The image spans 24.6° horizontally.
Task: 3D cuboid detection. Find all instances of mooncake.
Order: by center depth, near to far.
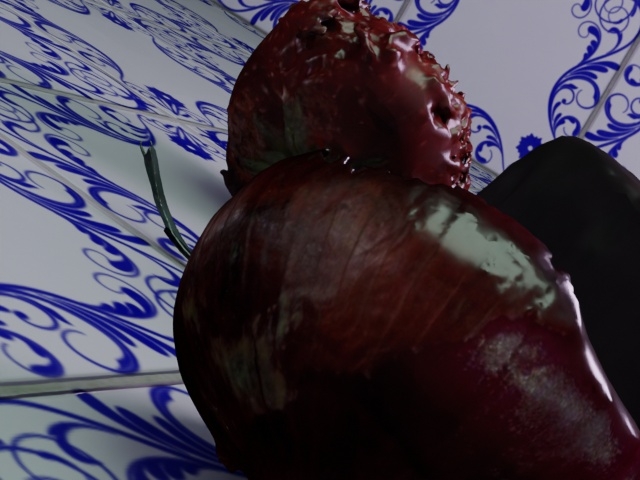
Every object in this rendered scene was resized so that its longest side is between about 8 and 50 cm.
[{"bbox_3d":[0.267,0.077,1.226,0.351,0.212,0.381,49,10,9],"label":"mooncake"}]

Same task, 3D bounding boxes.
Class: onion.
[{"bbox_3d":[0.028,0.097,0.758,0.272,0.195,0.272,34,-25,18],"label":"onion"}]

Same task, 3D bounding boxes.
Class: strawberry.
[{"bbox_3d":[0.039,-0.120,1.448,0.274,0.274,0.220,33,45,18],"label":"strawberry"}]

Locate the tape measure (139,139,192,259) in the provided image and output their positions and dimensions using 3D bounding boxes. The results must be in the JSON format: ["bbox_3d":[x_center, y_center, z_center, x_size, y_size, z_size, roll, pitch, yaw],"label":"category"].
[{"bbox_3d":[-0.001,0.001,1.145,0.330,0.164,0.084,38,-19,32],"label":"tape measure"}]
